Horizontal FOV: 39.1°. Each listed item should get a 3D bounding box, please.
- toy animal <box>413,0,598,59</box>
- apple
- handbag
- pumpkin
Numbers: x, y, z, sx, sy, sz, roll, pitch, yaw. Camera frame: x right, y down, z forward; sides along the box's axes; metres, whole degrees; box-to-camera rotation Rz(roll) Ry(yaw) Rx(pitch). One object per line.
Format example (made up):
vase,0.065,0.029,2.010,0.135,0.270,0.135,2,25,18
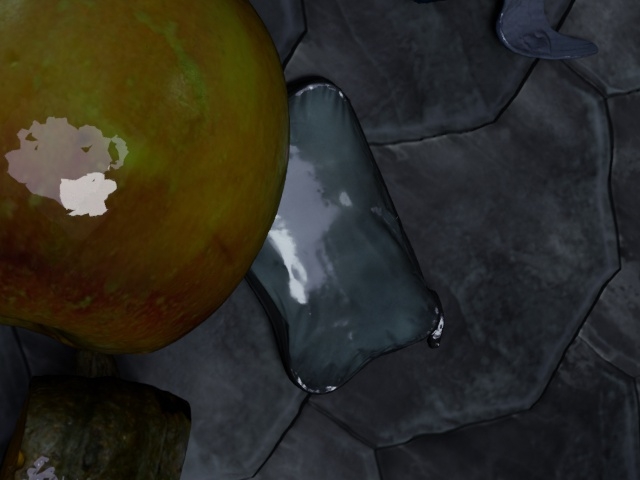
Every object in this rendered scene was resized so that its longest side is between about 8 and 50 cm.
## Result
toy animal,0.225,-0.308,0.985,0.255,0.176,0.239,-28,111,-47
apple,-0.216,-0.092,0.744,0.384,0.374,0.374,14,94,10
handbag,0.001,0.003,0.961,0.191,0.075,0.332,-29,101,-14
pumpkin,-0.210,0.194,0.798,0.139,0.317,0.222,18,72,-13
